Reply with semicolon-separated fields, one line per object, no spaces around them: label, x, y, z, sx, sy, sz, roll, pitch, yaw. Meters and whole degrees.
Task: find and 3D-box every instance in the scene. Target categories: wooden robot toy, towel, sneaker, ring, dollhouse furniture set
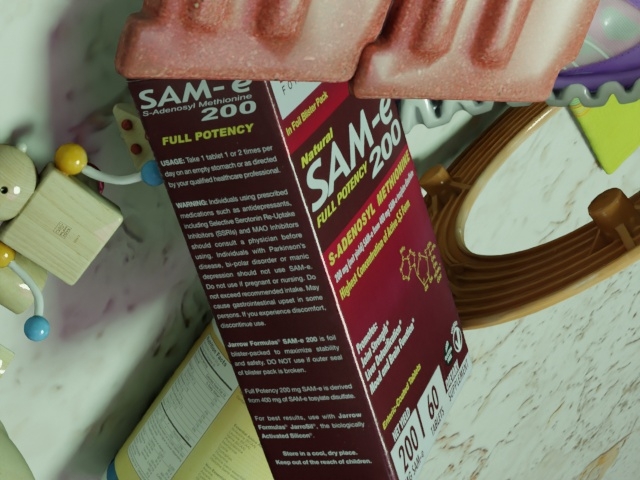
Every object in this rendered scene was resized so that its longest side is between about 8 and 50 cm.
wooden robot toy;-0.144;-0.015;0.617;0.079;0.076;0.173;36;95;-27
towel;0.246;-0.130;1.067;0.102;0.021;0.237;-46;153;4
sneaker;0.116;-0.132;0.721;0.237;0.095;0.104;-10;129;6
ring;0.170;-0.071;0.803;0.337;0.032;0.336;-36;-163;13
dollhouse furniture set;0.021;-0.249;0.385;0.152;0.201;0.374;3;118;-30

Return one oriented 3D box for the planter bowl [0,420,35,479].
planter bowl;-0.207;0.178;0.688;0.162;0.109;0.162;-36;150;-25

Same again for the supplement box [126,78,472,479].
supplement box;0.000;0.000;0.649;0.130;0.073;0.239;-53;130;-53

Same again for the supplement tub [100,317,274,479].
supplement tub;-0.034;0.124;0.833;0.199;0.144;0.144;-54;152;9
